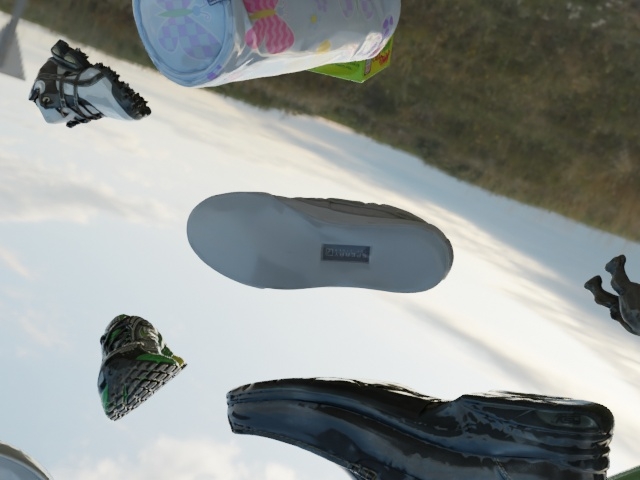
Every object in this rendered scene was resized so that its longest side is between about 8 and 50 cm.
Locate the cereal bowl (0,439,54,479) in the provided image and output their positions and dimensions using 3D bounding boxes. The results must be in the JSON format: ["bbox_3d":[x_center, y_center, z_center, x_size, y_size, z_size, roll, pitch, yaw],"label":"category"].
[{"bbox_3d":[-0.551,0.444,1.229,0.338,0.339,0.141,17,-175,-23],"label":"cereal bowl"}]

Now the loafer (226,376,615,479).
[{"bbox_3d":[0.030,0.089,0.334,0.170,0.061,0.062,0,173,35],"label":"loafer"}]

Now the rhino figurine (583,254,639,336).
[{"bbox_3d":[0.467,0.038,1.031,0.106,0.243,0.073,62,179,26],"label":"rhino figurine"}]

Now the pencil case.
[{"bbox_3d":[-0.039,-0.214,0.743,0.113,0.124,0.273,-26,177,40],"label":"pencil case"}]

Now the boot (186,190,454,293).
[{"bbox_3d":[0.000,0.000,0.831,0.258,0.095,0.123,10,-171,0],"label":"boot"}]

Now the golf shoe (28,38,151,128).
[{"bbox_3d":[-0.269,-0.159,0.943,0.198,0.094,0.077,31,170,43],"label":"golf shoe"}]

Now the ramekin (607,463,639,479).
[{"bbox_3d":[0.311,0.337,0.698,0.148,0.304,0.303,-17,-157,-20],"label":"ramekin"}]

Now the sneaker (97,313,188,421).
[{"bbox_3d":[-0.321,0.200,1.356,0.146,0.134,0.343,50,172,0],"label":"sneaker"}]

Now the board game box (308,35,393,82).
[{"bbox_3d":[-0.008,-0.254,1.054,0.181,0.043,0.092,18,-148,21],"label":"board game box"}]
